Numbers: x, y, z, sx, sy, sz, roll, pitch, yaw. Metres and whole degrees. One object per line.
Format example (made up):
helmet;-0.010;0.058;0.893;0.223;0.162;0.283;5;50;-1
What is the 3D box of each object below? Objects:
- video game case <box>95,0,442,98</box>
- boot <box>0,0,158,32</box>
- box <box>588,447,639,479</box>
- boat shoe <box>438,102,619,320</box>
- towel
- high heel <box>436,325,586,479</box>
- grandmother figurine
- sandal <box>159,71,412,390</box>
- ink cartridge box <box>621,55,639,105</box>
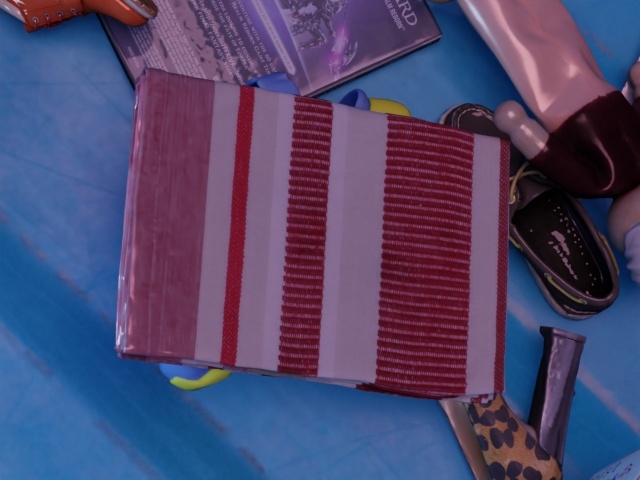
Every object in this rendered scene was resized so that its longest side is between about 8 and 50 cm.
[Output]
video game case;-0.054;-0.212;1.568;0.274;0.026;0.196;-26;85;-13
boot;-0.215;-0.208;1.512;0.158;0.059;0.084;28;97;18
box;0.280;0.322;1.365;0.262;0.127;0.231;49;49;0
boat shoe;0.189;-0.033;1.551;0.081;0.068;0.228;-36;87;-13
towel;0.000;0.000;1.416;0.329;0.037;0.237;9;73;-20
high heel;0.090;0.146;1.501;0.261;0.093;0.186;12;87;-4
grandmother figurine;0.232;-0.109;1.538;0.208;0.104;0.342;-24;78;-28
sandal;-0.055;-0.018;1.480;0.138;0.126;0.317;35;68;-13
ink cartridge box;0.398;-0.184;1.630;0.181;0.056;0.224;27;97;-3
